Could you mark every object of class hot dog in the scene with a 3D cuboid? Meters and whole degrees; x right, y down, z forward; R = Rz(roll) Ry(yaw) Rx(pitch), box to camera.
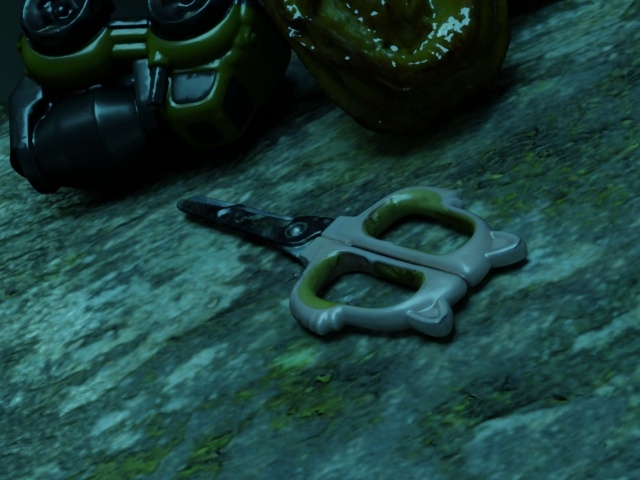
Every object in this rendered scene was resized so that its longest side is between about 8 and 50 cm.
[{"bbox_3d":[0.028,-0.210,1.477,0.175,0.114,0.259,-32,70,-15],"label":"hot dog"}]

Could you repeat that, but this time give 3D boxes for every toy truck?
[{"bbox_3d":[-0.141,-0.121,1.552,0.224,0.147,0.165,-5,61,21],"label":"toy truck"}]

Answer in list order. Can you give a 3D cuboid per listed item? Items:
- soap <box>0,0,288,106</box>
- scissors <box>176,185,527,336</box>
[{"bbox_3d":[-0.171,-0.339,1.794,0.350,0.213,0.435,-17,33,13],"label":"soap"},{"bbox_3d":[0.000,0.000,1.380,0.317,0.024,0.160,15,49,44],"label":"scissors"}]
